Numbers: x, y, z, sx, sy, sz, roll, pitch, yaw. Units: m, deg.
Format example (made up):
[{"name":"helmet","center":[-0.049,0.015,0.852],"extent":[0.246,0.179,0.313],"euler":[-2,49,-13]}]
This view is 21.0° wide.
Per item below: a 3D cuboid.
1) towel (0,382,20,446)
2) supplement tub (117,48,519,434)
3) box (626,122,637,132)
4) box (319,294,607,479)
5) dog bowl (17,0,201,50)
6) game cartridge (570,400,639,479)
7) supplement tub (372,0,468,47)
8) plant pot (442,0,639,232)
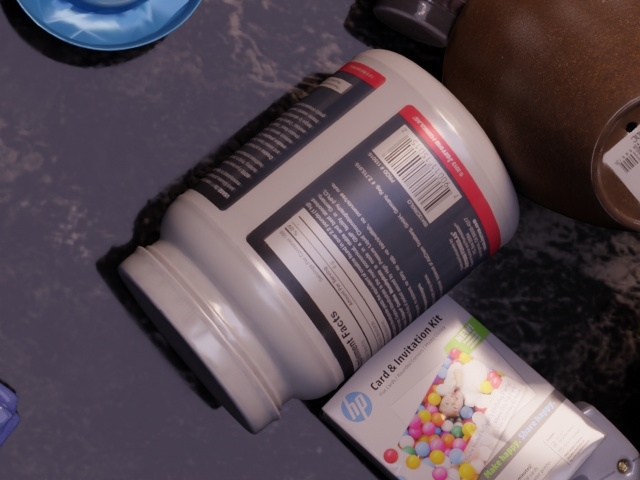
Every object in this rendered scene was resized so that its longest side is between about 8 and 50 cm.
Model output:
[{"name":"towel","center":[-0.429,0.121,1.325],"extent":[0.336,0.040,0.243],"euler":[39,84,-8]},{"name":"supplement tub","center":[0.000,0.000,1.336],"extent":[0.272,0.191,0.191],"euler":[-39,98,-10]},{"name":"box","center":[0.301,-0.170,1.471],"extent":[0.293,0.057,0.201],"euler":[14,87,-13]},{"name":"box","center":[0.116,0.151,1.404],"extent":[0.186,0.038,0.145],"euler":[42,75,11]},{"name":"dog bowl","center":[-0.180,-0.294,1.356],"extent":[0.166,0.074,0.297],"euler":[-9,93,-12]},{"name":"game cartridge","center":[0.228,0.298,1.459],"extent":[0.198,0.062,0.297],"euler":[-28,96,-15]},{"name":"supplement tub","center":[0.115,-0.260,1.405],"extent":[0.106,0.106,0.198],"euler":[26,84,-11]},{"name":"plant pot","center":[0.220,-0.096,1.295],"extent":[0.215,0.230,0.215],"euler":[-3,112,-7]}]
